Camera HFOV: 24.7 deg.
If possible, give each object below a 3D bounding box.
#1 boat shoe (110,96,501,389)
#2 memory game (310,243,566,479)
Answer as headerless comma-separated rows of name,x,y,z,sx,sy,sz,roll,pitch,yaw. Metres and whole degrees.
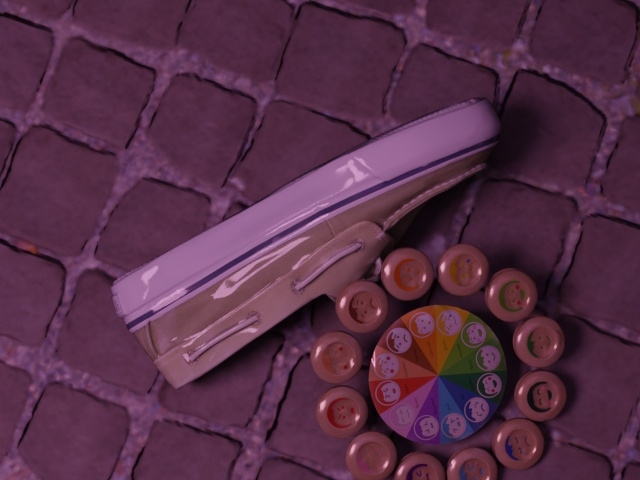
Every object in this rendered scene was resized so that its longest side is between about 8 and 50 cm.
boat shoe,0.000,0.000,1.034,0.302,0.109,0.094,-29,94,4
memory game,0.083,0.093,1.010,0.186,0.012,0.186,-1,96,-9
